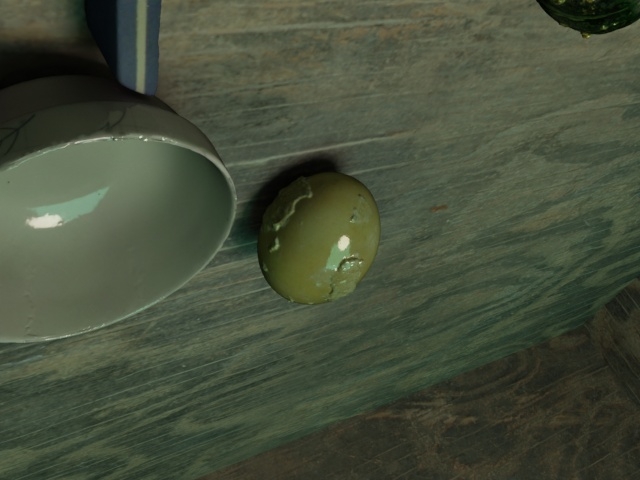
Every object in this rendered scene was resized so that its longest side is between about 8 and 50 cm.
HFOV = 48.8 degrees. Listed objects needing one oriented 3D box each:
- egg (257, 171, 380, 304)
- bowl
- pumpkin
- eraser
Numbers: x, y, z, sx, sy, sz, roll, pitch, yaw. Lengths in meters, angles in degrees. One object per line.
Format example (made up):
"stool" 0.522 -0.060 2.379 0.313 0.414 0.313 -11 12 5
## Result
"egg" -0.001 -0.003 0.943 0.164 0.164 0.202 -8 144 -37
"bowl" -0.233 -0.043 0.650 0.286 0.144 0.287 -23 154 -12
"pumpkin" 0.299 -0.303 0.717 0.190 0.146 0.190 -22 154 -11
"eraser" -0.146 -0.208 0.512 0.036 0.082 0.225 -18 151 -26
